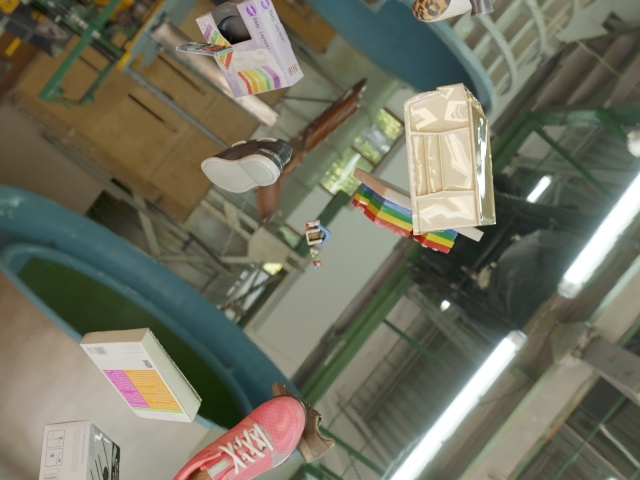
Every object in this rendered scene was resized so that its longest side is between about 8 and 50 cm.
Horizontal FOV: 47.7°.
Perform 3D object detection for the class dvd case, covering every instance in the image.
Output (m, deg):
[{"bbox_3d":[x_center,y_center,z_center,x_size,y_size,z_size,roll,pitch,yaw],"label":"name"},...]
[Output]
[{"bbox_3d":[-0.296,-0.492,1.861,0.087,0.120,0.013,-49,148,-60],"label":"dvd case"}]

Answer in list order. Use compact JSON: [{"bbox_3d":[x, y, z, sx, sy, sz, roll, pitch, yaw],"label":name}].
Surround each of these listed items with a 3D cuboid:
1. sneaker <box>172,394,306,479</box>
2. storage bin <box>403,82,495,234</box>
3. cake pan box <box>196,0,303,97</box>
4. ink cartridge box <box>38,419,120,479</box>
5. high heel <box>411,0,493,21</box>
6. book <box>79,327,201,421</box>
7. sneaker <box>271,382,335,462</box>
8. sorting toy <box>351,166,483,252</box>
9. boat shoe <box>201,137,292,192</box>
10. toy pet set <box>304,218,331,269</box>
[{"bbox_3d":[-0.154,0.408,1.339,0.314,0.116,0.136,-39,169,0],"label":"sneaker"},{"bbox_3d":[0.255,-0.147,1.399,0.123,0.260,0.262,-5,180,20],"label":"storage bin"},{"bbox_3d":[-0.199,-0.544,2.026,0.246,0.266,0.070,-1,-146,39],"label":"cake pan box"},{"bbox_3d":[-0.218,0.276,0.646,0.097,0.046,0.207,84,0,-59],"label":"ink cartridge box"},{"bbox_3d":[0.225,-0.504,1.333,0.093,0.186,0.261,-22,-160,-16],"label":"high heel"},{"bbox_3d":[-0.226,0.171,0.912,0.096,0.144,0.035,-6,-142,24],"label":"book"},{"bbox_3d":[-0.036,0.359,1.467,0.071,0.188,0.066,-21,142,-14],"label":"sneaker"},{"bbox_3d":[0.207,-0.059,1.693,0.089,0.256,0.257,-64,-162,9],"label":"sorting toy"},{"bbox_3d":[-0.175,-0.183,1.729,0.303,0.114,0.091,6,-128,48],"label":"boat shoe"},{"bbox_3d":[0.000,0.000,1.887,0.065,0.122,0.114,-12,-169,-3],"label":"toy pet set"}]
